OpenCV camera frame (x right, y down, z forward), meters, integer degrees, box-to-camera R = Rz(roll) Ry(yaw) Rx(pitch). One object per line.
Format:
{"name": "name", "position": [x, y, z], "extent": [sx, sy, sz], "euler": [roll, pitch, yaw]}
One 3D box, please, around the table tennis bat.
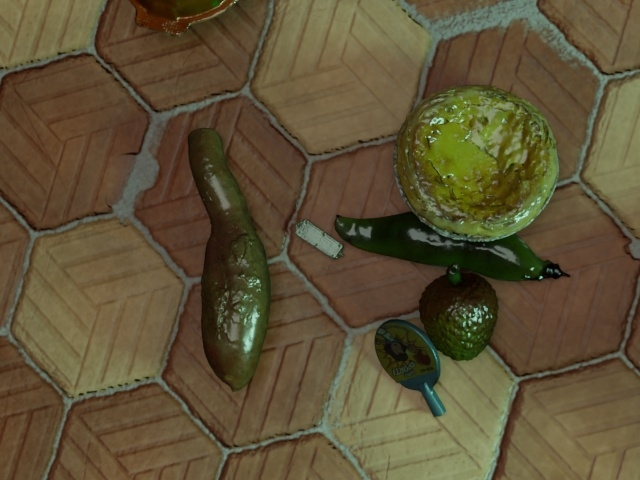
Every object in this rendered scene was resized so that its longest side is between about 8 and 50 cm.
{"name": "table tennis bat", "position": [0.132, 0.179, 1.886], "extent": [0.100, 0.019, 0.155], "euler": [-21, 102, 42]}

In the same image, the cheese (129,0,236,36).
{"name": "cheese", "position": [-0.179, -0.449, 1.955], "extent": [0.217, 0.129, 0.329], "euler": [15, 76, 13]}

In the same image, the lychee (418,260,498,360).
{"name": "lychee", "position": [0.192, 0.098, 1.856], "extent": [0.114, 0.114, 0.146], "euler": [-6, 109, 8]}

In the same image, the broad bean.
{"name": "broad bean", "position": [0.187, 0.004, 1.892], "extent": [0.339, 0.061, 0.077], "euler": [13, 99, 10]}

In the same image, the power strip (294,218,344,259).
{"name": "power strip", "position": [0.000, 0.000, 1.943], "extent": [0.083, 0.017, 0.027], "euler": [35, 92, 10]}

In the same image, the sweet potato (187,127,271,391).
{"name": "sweet potato", "position": [-0.128, 0.023, 1.921], "extent": [0.109, 0.109, 0.385], "euler": [-7, 79, 8]}

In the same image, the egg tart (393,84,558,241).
{"name": "egg tart", "position": [0.214, -0.106, 1.867], "extent": [0.234, 0.094, 0.234], "euler": [0, 73, -1]}
